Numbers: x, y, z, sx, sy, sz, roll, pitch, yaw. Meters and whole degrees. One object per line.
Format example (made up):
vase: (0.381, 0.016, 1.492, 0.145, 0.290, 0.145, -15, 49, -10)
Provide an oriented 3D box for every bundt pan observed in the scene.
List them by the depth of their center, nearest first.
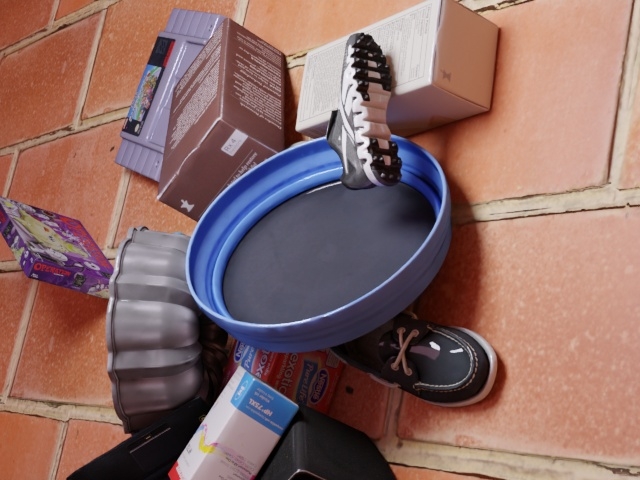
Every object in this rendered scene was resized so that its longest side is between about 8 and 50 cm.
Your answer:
bundt pan: (-0.219, 0.139, 1.813, 0.124, 0.331, 0.331, -1, 66, 8)

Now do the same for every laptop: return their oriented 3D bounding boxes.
laptop: (-0.196, 0.404, 1.694, 0.234, 0.264, 0.136, -32, 18, 3)

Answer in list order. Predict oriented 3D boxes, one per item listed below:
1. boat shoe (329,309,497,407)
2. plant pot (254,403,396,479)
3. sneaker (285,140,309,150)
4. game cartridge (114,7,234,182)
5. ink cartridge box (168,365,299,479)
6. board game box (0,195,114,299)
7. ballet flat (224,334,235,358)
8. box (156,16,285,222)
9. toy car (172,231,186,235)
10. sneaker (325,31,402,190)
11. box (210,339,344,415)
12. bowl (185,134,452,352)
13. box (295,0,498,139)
boat shoe: (0.110, 0.152, 1.605, 0.302, 0.091, 0.114, 4, 76, 54)
plant pot: (-0.011, 0.338, 1.612, 0.188, 0.187, 0.167, -50, 26, 26)
sneaker: (-0.057, -0.052, 1.967, 0.222, 0.083, 0.118, -51, 53, 21)
game cartridge: (-0.307, -0.300, 2.437, 0.230, 0.068, 0.355, 22, 91, 51)
ink cartridge box: (-0.133, 0.293, 1.614, 0.231, 0.078, 0.134, -57, 12, -6)
board game box: (-0.553, 0.013, 2.478, 0.056, 0.208, 0.347, -60, 36, 8)
ballet flat: (-0.218, 0.157, 2.063, 0.241, 0.077, 0.091, 11, 84, 56)
box: (-0.163, -0.205, 2.040, 0.191, 0.143, 0.381, -48, 22, 27)
toy car: (-0.274, 0.053, 2.099, 0.182, 0.136, 0.159, -37, 4, 38)
sneaker: (0.048, -0.175, 1.668, 0.106, 0.078, 0.234, -22, 69, 44)
box: (-0.051, 0.178, 1.778, 0.122, 0.128, 0.257, 16, 87, 55)
bowl: (0.000, 0.000, 1.684, 0.391, 0.077, 0.391, -16, 39, 13)
box: (0.109, -0.241, 1.780, 0.311, 0.121, 0.148, -11, 65, 51)
